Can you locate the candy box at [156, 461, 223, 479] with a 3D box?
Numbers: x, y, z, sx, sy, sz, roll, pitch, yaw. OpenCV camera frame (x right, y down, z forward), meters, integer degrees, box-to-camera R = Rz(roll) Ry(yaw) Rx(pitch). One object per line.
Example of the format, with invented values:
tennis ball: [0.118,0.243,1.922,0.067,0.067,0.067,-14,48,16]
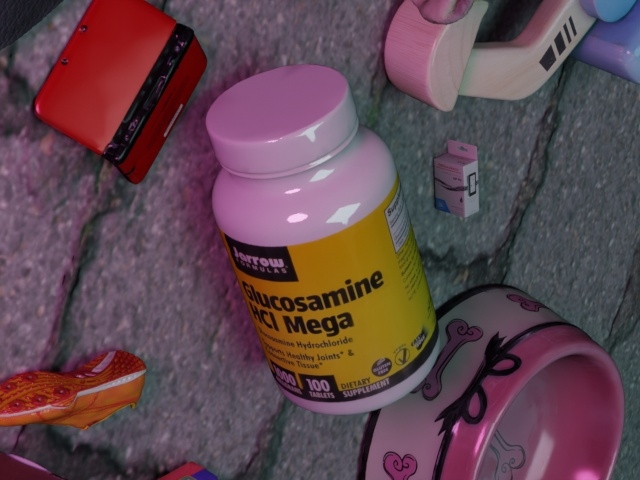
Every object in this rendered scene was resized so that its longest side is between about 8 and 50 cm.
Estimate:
candy box: [-0.187,0.430,1.350,0.268,0.122,0.317,-23,122,-39]

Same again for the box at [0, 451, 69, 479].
box: [-0.337,0.359,1.081,0.381,0.191,0.143,-51,137,-30]

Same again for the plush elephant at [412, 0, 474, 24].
plush elephant: [0.061,-0.347,1.215,0.330,0.255,0.271,0,105,-46]

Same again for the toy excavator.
toy excavator: [0.323,-0.278,1.574,0.433,0.222,0.445,35,87,-46]

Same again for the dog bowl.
dog bowl: [0.241,0.271,1.717,0.408,0.150,0.407,-19,117,-42]

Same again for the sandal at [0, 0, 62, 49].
sandal: [-0.238,-0.232,1.095,0.254,0.054,0.097,-45,167,-39]

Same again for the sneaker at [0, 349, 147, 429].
sneaker: [-0.236,0.154,1.241,0.175,0.064,0.067,-8,120,-42]

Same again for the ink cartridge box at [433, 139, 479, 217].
ink cartridge box: [0.162,-0.074,1.579,0.028,0.048,0.083,-24,120,-39]

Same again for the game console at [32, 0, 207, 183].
game console: [-0.181,-0.143,1.221,0.144,0.085,0.124,-62,168,-9]

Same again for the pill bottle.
pill bottle: [0.000,0.000,1.334,0.188,0.188,0.333,-40,130,-29]
